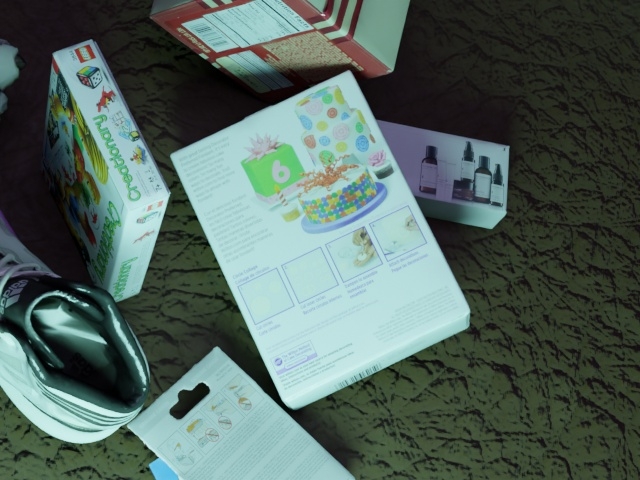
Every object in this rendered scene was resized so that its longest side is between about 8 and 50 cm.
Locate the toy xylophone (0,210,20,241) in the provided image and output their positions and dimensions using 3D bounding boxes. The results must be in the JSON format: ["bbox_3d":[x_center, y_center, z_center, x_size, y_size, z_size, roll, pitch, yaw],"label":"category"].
[{"bbox_3d":[-0.465,0.073,1.776,0.323,0.081,0.236,-22,86,-24],"label":"toy xylophone"}]

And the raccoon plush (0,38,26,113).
[{"bbox_3d":[-0.568,-0.195,1.854,0.447,0.216,0.299,-12,84,11],"label":"raccoon plush"}]

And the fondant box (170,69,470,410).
[{"bbox_3d":[0.000,0.000,1.888,0.238,0.096,0.330,-25,76,-1],"label":"fondant box"}]

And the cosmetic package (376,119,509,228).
[{"bbox_3d":[0.116,-0.089,2.019,0.239,0.060,0.098,10,65,-11],"label":"cosmetic package"}]

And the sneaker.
[{"bbox_3d":[-0.341,0.025,1.650,0.447,0.257,0.169,41,67,-8],"label":"sneaker"}]

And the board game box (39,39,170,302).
[{"bbox_3d":[-0.244,-0.066,1.774,0.053,0.305,0.193,-22,75,-19],"label":"board game box"}]

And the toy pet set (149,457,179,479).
[{"bbox_3d":[-0.132,0.284,1.791,0.122,0.065,0.114,-23,76,-23],"label":"toy pet set"}]

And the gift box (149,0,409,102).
[{"bbox_3d":[-0.052,-0.347,1.956,0.255,0.276,0.258,38,58,-43],"label":"gift box"}]

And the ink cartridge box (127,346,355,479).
[{"bbox_3d":[-0.092,0.250,1.791,0.225,0.056,0.181,41,42,7],"label":"ink cartridge box"}]
